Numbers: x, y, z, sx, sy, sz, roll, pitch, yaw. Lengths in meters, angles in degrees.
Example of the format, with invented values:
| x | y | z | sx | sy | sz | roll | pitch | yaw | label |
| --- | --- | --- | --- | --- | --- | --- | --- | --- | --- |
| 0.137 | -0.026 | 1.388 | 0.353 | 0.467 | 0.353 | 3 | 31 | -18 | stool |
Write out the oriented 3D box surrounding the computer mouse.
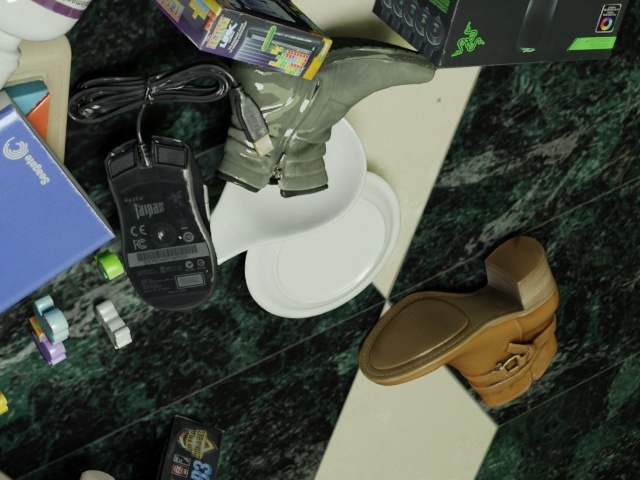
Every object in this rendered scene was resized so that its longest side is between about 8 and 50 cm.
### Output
| x | y | z | sx | sy | sz | roll | pitch | yaw | label |
| --- | --- | --- | --- | --- | --- | --- | --- | --- | --- |
| -0.128 | -0.063 | 1.821 | 0.184 | 0.060 | 0.262 | -14 | 113 | 9 | computer mouse |

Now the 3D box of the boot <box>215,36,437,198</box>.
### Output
| x | y | z | sx | sy | sz | roll | pitch | yaw | label |
| --- | --- | --- | --- | --- | --- | --- | --- | --- | --- |
| 0.003 | -0.128 | 1.899 | 0.246 | 0.083 | 0.161 | -3 | 105 | -28 | boot |

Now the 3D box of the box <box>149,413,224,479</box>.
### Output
| x | y | z | sx | sy | sz | roll | pitch | yaw | label |
| --- | --- | --- | --- | --- | --- | --- | --- | --- | --- |
| -0.195 | 0.394 | 2.054 | 0.073 | 0.295 | 0.293 | 17 | 115 | -6 | box |

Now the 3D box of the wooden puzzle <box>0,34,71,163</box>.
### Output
| x | y | z | sx | sy | sz | roll | pitch | yaw | label |
| --- | --- | --- | --- | --- | --- | --- | --- | --- | --- |
| -0.339 | -0.074 | 1.727 | 0.221 | 0.044 | 0.238 | -16 | 131 | -29 | wooden puzzle |

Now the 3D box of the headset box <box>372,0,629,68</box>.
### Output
| x | y | z | sx | sy | sz | roll | pitch | yaw | label |
| --- | --- | --- | --- | --- | --- | --- | --- | --- | --- |
| 0.212 | -0.319 | 1.905 | 0.246 | 0.131 | 0.283 | -6 | 127 | -35 | headset box |

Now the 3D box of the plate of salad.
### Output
| x | y | z | sx | sy | sz | roll | pitch | yaw | label |
| --- | --- | --- | --- | --- | --- | --- | --- | --- | --- |
| 0.000 | 0.000 | 2.056 | 0.200 | 0.048 | 0.200 | -19 | 132 | -23 | plate of salad |

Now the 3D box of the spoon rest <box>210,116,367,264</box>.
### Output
| x | y | z | sx | sy | sz | roll | pitch | yaw | label |
| --- | --- | --- | --- | --- | --- | --- | --- | --- | --- |
| -0.071 | -0.035 | 1.929 | 0.276 | 0.084 | 0.137 | -39 | 102 | -4 | spoon rest |

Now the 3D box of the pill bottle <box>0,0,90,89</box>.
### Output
| x | y | z | sx | sy | sz | roll | pitch | yaw | label |
| --- | --- | --- | --- | --- | --- | --- | --- | --- | --- |
| -0.245 | -0.277 | 1.543 | 0.169 | 0.169 | 0.301 | 25 | 106 | -47 | pill bottle |

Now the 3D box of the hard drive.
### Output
| x | y | z | sx | sy | sz | roll | pitch | yaw | label |
| --- | --- | --- | --- | --- | --- | --- | --- | --- | --- |
| -0.376 | 0.018 | 1.721 | 0.319 | 0.040 | 0.210 | -34 | 139 | -1 | hard drive |

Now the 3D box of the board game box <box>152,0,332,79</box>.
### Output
| x | y | z | sx | sy | sz | roll | pitch | yaw | label |
| --- | --- | --- | --- | --- | --- | --- | --- | --- | --- |
| -0.090 | -0.223 | 1.710 | 0.141 | 0.170 | 0.048 | 10 | 118 | -42 | board game box |

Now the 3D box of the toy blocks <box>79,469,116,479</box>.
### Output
| x | y | z | sx | sy | sz | roll | pitch | yaw | label |
| --- | --- | --- | --- | --- | --- | --- | --- | --- | --- |
| -0.348 | 0.398 | 1.860 | 0.288 | 0.309 | 0.260 | 13 | 109 | -22 | toy blocks |

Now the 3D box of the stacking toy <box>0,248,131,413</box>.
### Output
| x | y | z | sx | sy | sz | roll | pitch | yaw | label |
| --- | --- | --- | --- | --- | --- | --- | --- | --- | --- |
| -0.273 | 0.096 | 1.849 | 0.167 | 0.052 | 0.221 | -30 | 165 | -17 | stacking toy |

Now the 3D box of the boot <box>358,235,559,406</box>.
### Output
| x | y | z | sx | sy | sz | roll | pitch | yaw | label |
| --- | --- | --- | --- | --- | --- | --- | --- | --- | --- |
| 0.183 | 0.138 | 2.293 | 0.283 | 0.109 | 0.220 | -39 | 143 | -18 | boot |
